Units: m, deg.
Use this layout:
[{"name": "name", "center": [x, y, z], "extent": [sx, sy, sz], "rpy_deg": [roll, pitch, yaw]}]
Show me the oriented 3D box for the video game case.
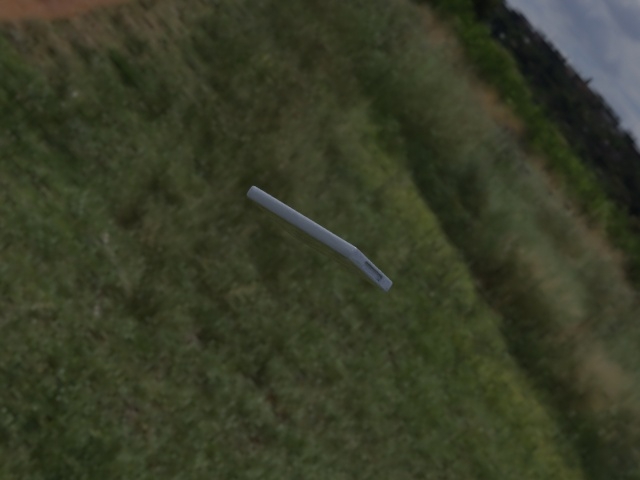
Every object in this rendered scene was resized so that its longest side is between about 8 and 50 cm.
[{"name": "video game case", "center": [0.000, 0.000, 2.110], "extent": [0.227, 0.026, 0.206], "rpy_deg": [32, -5, 26]}]
